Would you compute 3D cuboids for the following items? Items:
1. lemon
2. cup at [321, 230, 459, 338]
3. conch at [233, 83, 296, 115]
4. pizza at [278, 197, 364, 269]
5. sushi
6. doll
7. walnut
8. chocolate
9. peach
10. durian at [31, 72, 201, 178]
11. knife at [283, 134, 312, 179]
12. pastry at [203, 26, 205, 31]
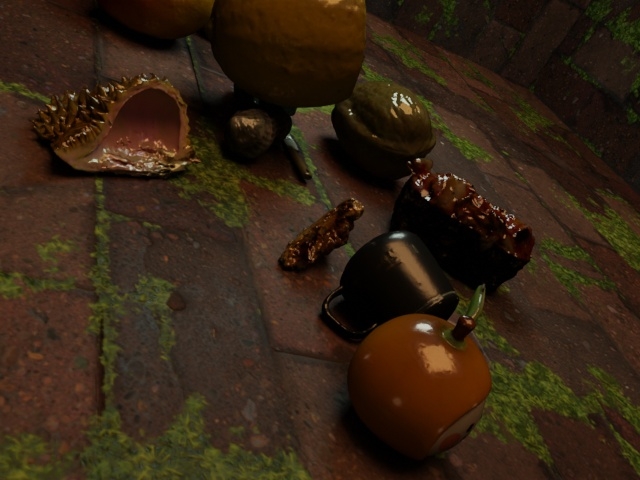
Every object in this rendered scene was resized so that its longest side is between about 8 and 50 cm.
[{"bbox_3d":[-0.082,-0.463,1.536,0.364,0.364,0.364,24,28,-14],"label":"lemon"},{"bbox_3d":[0.115,0.100,1.202,0.223,0.169,0.176,-30,68,-21],"label":"cup"},{"bbox_3d":[-0.128,-0.377,1.747,0.188,0.122,0.175,16,49,-24],"label":"conch"},{"bbox_3d":[0.000,0.001,1.290,0.069,0.154,0.194,51,54,-6],"label":"pizza"},{"bbox_3d":[0.311,-0.044,1.589,0.343,0.182,0.196,34,21,-2],"label":"sushi"},{"bbox_3d":[0.154,0.179,0.997,0.213,0.236,0.213,22,26,-11],"label":"doll"},{"bbox_3d":[0.161,-0.286,1.775,0.283,0.227,0.283,14,33,-9],"label":"walnut"},{"bbox_3d":[-0.135,-0.244,1.541,0.110,0.110,0.248,35,28,6],"label":"chocolate"},{"bbox_3d":[-0.395,-0.644,1.746,0.289,0.289,0.308,43,23,21],"label":"peach"},{"bbox_3d":[-0.384,-0.213,1.251,0.196,0.185,0.305,22,27,36],"label":"durian"},{"bbox_3d":[-0.067,-0.222,1.665,0.047,0.017,0.298,16,28,-32],"label":"knife"},{"bbox_3d":[-0.253,-0.608,2.014,0.209,0.115,0.097,20,42,-25],"label":"pastry"}]
